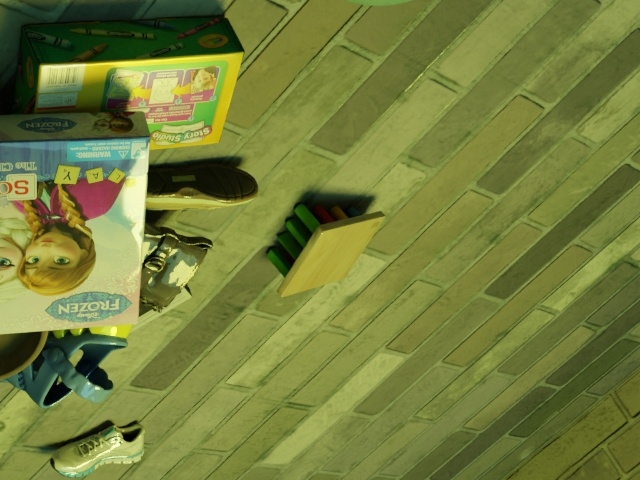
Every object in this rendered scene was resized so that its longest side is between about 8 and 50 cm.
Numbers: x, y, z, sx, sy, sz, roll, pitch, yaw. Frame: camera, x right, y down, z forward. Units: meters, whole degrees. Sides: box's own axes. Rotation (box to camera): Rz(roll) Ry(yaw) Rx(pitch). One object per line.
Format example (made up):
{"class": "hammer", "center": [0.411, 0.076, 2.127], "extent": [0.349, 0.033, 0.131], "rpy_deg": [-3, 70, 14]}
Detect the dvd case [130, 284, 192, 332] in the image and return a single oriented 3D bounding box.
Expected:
{"class": "dvd case", "center": [-0.328, 0.072, 1.968], "extent": [0.179, 0.029, 0.238], "rpy_deg": [-30, 146, 1]}

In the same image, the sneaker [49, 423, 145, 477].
{"class": "sneaker", "center": [-0.408, 0.376, 2.281], "extent": [0.191, 0.071, 0.083], "rpy_deg": [-11, 137, -37]}

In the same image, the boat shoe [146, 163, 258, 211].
{"class": "boat shoe", "center": [-0.190, -0.073, 1.855], "extent": [0.190, 0.068, 0.072], "rpy_deg": [3, 149, -21]}

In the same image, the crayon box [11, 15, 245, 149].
{"class": "crayon box", "center": [-0.253, -0.200, 1.621], "extent": [0.279, 0.081, 0.165], "rpy_deg": [-8, 141, -27]}

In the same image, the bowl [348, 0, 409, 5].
{"class": "bowl", "center": [0.070, -0.399, 1.441], "extent": [0.312, 0.311, 0.163], "rpy_deg": [-24, 164, -7]}

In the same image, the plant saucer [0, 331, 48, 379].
{"class": "plant saucer", "center": [-0.523, 0.094, 1.758], "extent": [0.278, 0.041, 0.277], "rpy_deg": [0, 127, 0]}

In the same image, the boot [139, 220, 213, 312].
{"class": "boot", "center": [-0.315, 0.049, 1.839], "extent": [0.263, 0.091, 0.229], "rpy_deg": [-41, 128, 17]}

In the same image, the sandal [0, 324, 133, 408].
{"class": "sandal", "center": [-0.427, 0.192, 1.889], "extent": [0.317, 0.138, 0.126], "rpy_deg": [-12, 163, 28]}

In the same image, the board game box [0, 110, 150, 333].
{"class": "board game box", "center": [-0.389, -0.015, 1.600], "extent": [0.319, 0.066, 0.318], "rpy_deg": [-4, 130, -16]}

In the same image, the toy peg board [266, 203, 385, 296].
{"class": "toy peg board", "center": [0.000, 0.000, 2.080], "extent": [0.161, 0.079, 0.161], "rpy_deg": [-15, 147, -46]}
